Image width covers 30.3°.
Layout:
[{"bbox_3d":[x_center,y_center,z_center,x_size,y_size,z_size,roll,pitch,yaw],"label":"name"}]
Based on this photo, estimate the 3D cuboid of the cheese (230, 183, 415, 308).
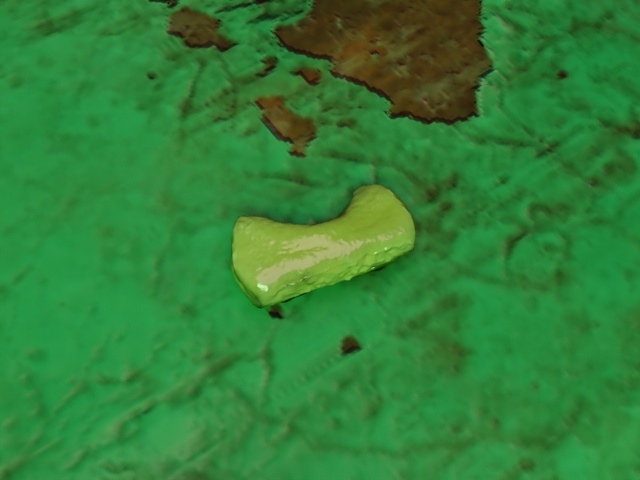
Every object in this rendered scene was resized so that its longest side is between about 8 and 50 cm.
[{"bbox_3d":[0.000,0.000,0.519,0.083,0.030,0.044,-21,71,-13],"label":"cheese"}]
